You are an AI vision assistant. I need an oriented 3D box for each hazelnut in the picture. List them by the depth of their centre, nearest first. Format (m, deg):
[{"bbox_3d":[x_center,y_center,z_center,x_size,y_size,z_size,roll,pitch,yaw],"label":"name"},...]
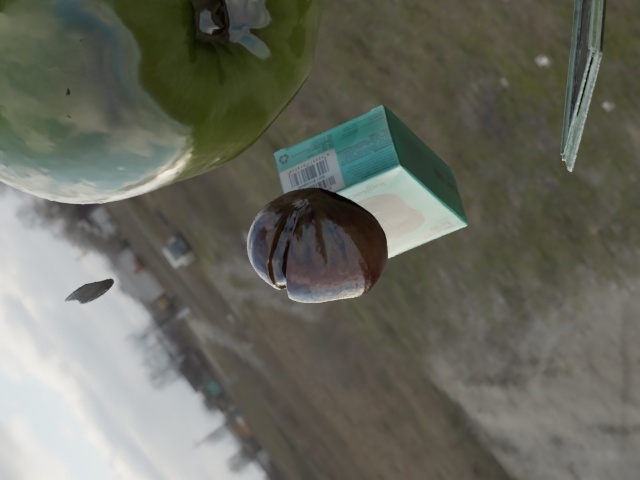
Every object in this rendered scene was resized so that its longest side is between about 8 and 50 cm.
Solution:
[{"bbox_3d":[0.000,0.000,2.062,0.204,0.178,0.178,21,159,24],"label":"hazelnut"}]

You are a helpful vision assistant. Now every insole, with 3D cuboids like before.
[{"bbox_3d":[-0.295,0.066,1.810,0.002,0.053,0.152,54,155,-14],"label":"insole"}]

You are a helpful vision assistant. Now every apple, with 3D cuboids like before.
[{"bbox_3d":[-0.222,-0.260,1.514,0.473,0.473,0.473,53,174,8],"label":"apple"}]

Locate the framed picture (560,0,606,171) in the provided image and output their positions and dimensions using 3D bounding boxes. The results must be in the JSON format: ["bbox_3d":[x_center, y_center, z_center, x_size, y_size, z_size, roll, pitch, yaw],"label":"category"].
[{"bbox_3d":[0.288,-0.256,1.540,0.232,0.019,0.296,87,-170,-61],"label":"framed picture"}]

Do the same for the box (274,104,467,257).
[{"bbox_3d":[0.088,-0.080,2.295,0.311,0.205,0.118,35,-142,-59],"label":"box"}]
